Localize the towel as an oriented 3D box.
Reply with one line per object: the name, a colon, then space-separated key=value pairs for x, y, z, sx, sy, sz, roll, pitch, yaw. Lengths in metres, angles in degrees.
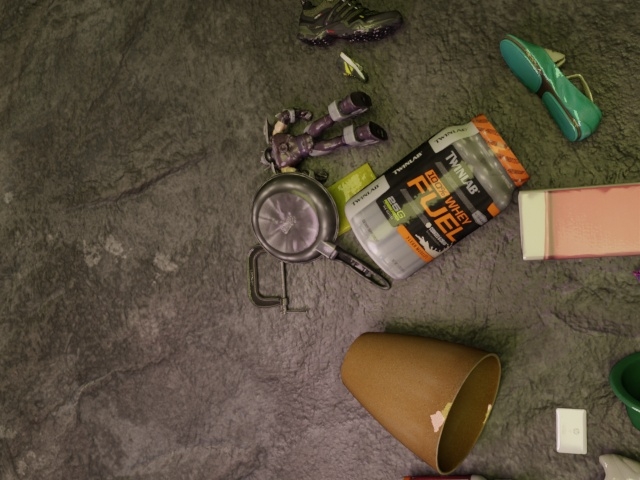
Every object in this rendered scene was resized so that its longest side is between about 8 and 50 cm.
towel: x=0.023 y=-0.059 z=1.561 sx=0.237 sy=0.021 sz=0.102 roll=-32 pitch=80 yaw=15

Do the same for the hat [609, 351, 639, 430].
hat: x=0.595 y=0.325 z=1.328 sx=0.173 sy=0.208 sz=0.184 roll=40 pitch=145 yaw=53

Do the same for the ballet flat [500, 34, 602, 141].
ballet flat: x=0.441 y=-0.300 z=1.404 sx=0.087 sy=0.083 sz=0.247 roll=-32 pitch=78 yaw=-9

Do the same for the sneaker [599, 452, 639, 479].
sneaker: x=0.518 y=0.511 z=1.353 sx=0.121 sy=0.099 sz=0.263 roll=20 pitch=88 yaw=25

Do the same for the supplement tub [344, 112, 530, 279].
supplement tub: x=0.219 y=-0.085 z=1.405 sx=0.316 sy=0.193 sz=0.194 roll=-37 pitch=78 yaw=14

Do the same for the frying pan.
frying pan: x=-0.024 y=0.012 z=1.536 sx=0.197 sy=0.053 sz=0.326 roll=-32 pitch=92 yaw=25

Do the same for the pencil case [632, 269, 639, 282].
pencil case: x=0.643 y=0.043 z=1.326 sx=0.151 sy=0.064 sz=0.070 roll=-37 pitch=94 yaw=14

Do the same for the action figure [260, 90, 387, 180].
action figure: x=-0.014 y=-0.203 z=1.539 sx=0.285 sy=0.099 sz=0.185 roll=-18 pitch=90 yaw=31

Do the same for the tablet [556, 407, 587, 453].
tablet: x=0.474 y=0.360 z=1.407 sx=0.054 sy=0.006 sz=0.083 roll=-1 pitch=89 yaw=18

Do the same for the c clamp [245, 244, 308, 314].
c clamp: x=-0.098 y=0.084 z=1.602 sx=0.137 sy=0.022 sz=0.161 roll=-10 pitch=87 yaw=23

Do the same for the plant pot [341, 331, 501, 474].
plant pot: x=0.172 y=0.276 z=1.412 sx=0.254 sy=0.237 sz=0.237 roll=21 pitch=96 yaw=32

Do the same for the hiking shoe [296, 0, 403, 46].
hiking shoe: x=0.056 y=-0.467 z=1.524 sx=0.226 sy=0.086 sz=0.114 roll=-1 pitch=92 yaw=20

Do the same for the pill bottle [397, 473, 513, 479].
pill bottle: x=0.259 y=0.508 z=1.416 sx=0.221 sy=0.121 sz=0.121 roll=-7 pitch=87 yaw=18

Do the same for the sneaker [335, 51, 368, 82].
sneaker: x=0.065 y=-0.354 z=1.552 sx=0.083 sy=0.031 sz=0.035 roll=50 pitch=117 yaw=17

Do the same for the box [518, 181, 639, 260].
box: x=0.481 y=-0.032 z=1.338 sx=0.232 sy=0.148 sz=0.127 roll=-4 pitch=88 yaw=19
